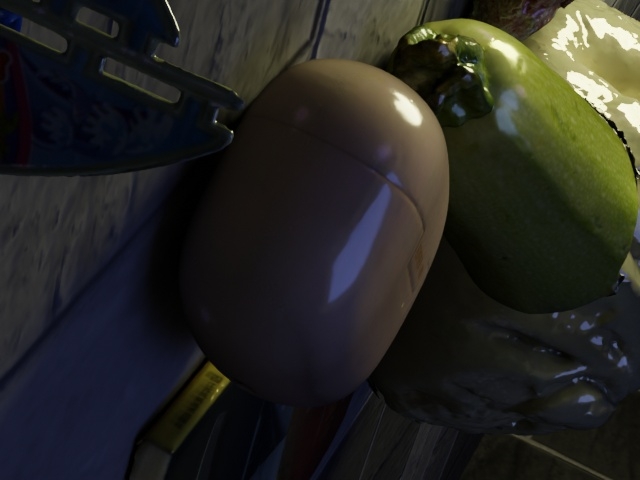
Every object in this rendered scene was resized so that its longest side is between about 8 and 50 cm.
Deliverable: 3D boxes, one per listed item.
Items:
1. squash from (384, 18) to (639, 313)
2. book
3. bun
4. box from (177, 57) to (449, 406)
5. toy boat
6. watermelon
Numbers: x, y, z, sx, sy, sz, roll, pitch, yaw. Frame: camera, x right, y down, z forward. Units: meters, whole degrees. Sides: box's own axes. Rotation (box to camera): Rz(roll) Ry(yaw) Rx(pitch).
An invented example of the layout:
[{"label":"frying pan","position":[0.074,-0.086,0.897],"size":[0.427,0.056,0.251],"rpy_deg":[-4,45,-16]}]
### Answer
[{"label":"squash","position":[0.094,-0.073,1.033],"size":[0.137,0.137,0.287],"rpy_deg":[-62,148,-13]},{"label":"book","position":[-0.033,0.107,1.062],"size":[0.374,0.028,0.262],"rpy_deg":[-50,160,-52]},{"label":"bun","position":[0.179,0.001,1.332],"size":[0.359,0.211,0.359],"rpy_deg":[-61,170,-19]},{"label":"box","position":[0.000,0.000,0.805],"size":[0.146,0.088,0.200],"rpy_deg":[-63,170,-10]},{"label":"toy boat","position":[-0.066,-0.044,0.342],"size":[0.091,0.110,0.175],"rpy_deg":[-57,169,-33]},{"label":"watermelon","position":[0.144,-0.172,1.164],"size":[0.139,0.071,0.187],"rpy_deg":[-59,169,-7]}]
